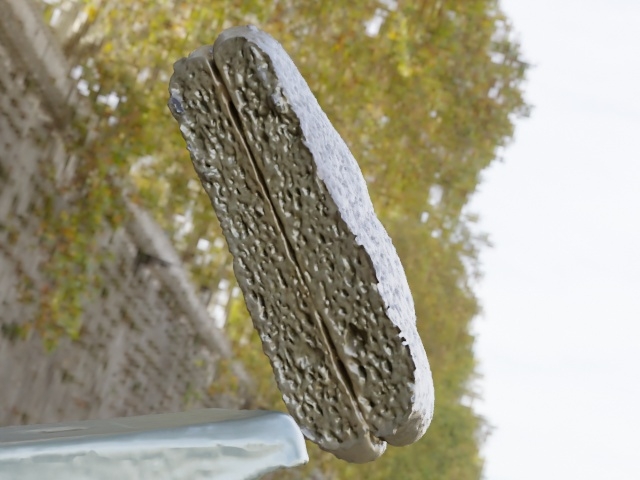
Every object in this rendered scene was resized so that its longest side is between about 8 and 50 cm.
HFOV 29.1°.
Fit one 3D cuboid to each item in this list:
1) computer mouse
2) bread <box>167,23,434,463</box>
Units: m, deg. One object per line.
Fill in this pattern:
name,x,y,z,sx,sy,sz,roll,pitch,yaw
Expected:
computer mouse,-0.116,0.111,0.509,0.230,0.079,0.128,-6,-1,-18
bread,-0.005,0.002,0.948,0.102,0.337,0.183,-24,-9,11
